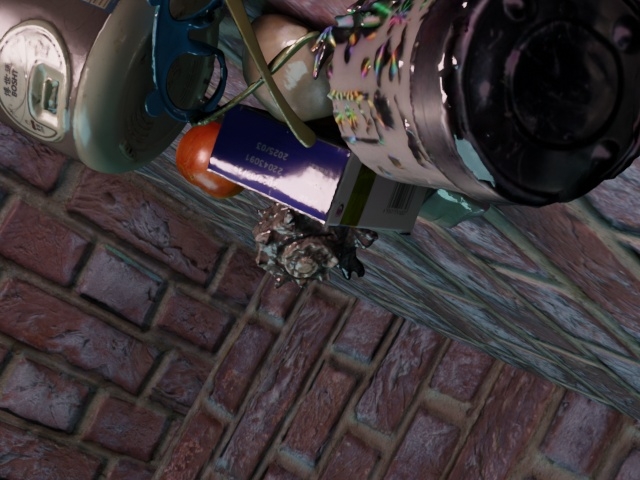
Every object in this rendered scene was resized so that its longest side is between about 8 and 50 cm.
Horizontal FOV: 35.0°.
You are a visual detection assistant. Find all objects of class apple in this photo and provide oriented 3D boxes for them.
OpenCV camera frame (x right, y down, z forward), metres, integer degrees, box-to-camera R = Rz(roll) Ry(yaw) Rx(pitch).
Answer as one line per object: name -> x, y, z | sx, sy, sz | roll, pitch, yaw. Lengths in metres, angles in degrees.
apple -> -0.204, -0.164, 2.020 | 0.163, 0.139, 0.163 | 29, -174, -3

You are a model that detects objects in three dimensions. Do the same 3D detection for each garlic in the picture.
garlic -> -0.025, -0.199, 1.261 | 0.143, 0.112, 0.318 | 24, -177, 12

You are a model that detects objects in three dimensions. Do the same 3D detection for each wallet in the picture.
wallet -> -0.236, -0.263, 1.880 | 0.157, 0.018, 0.082 | 32, 172, -26

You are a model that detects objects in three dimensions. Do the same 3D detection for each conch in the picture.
conch -> -0.012, 0.003, 2.045 | 0.186, 0.240, 0.313 | 40, -168, 27

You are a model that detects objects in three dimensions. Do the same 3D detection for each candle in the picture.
candle -> 0.106, -0.134, 0.841 | 0.187, 0.187, 0.330 | 32, 174, -26

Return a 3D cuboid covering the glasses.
glasses -> -0.081, -0.199, 1.118 | 0.207, 0.102, 0.239 | 21, 136, 5

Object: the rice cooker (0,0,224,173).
rice cooker -> -0.291, -0.246, 1.223 | 0.277, 0.288, 0.288 | 28, 173, 12

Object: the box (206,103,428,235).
box -> 0.009, -0.099, 1.434 | 0.200, 0.106, 0.299 | 25, -171, 25

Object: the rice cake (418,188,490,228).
rice cake -> 0.200, -0.055, 1.570 | 0.080, 0.042, 0.222 | 25, 172, -2
